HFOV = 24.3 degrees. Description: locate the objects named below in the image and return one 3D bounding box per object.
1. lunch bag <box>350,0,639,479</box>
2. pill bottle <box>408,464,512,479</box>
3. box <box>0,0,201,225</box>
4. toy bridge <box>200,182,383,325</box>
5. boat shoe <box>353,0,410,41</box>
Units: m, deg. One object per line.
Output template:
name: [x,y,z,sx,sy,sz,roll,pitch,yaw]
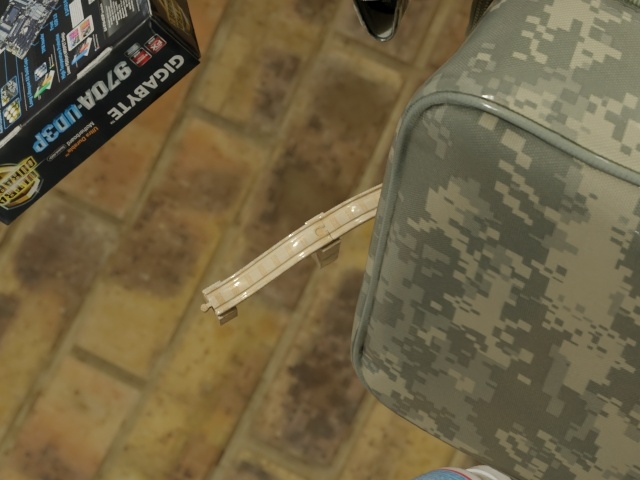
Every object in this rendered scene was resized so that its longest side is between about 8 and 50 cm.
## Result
lunch bag: [0.163,-0.035,0.737,0.256,0.212,0.305,-54,-15,-29]
pill bottle: [0.082,0.219,1.105,0.160,0.087,0.087,-13,-49,-49]
box: [-0.172,-0.138,0.998,0.175,0.051,0.220,-38,38,16]
toy bridge: [0.000,0.000,1.013,0.188,0.026,0.063,-31,-9,-9]
boat shoe: [0.065,-0.304,1.670,0.219,0.077,0.070,66,-145,-61]
